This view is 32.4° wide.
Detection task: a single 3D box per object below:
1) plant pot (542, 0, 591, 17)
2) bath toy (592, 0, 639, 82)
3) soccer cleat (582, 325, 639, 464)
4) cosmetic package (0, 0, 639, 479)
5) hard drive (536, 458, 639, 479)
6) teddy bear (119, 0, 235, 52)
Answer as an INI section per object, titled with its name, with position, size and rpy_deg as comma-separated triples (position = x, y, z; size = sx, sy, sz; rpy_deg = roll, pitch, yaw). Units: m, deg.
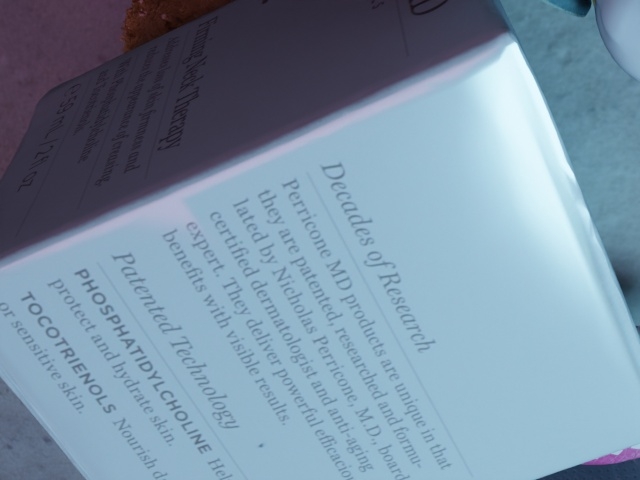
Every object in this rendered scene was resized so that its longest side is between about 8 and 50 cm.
[plant pot]
position = 0.150, -0.386, 0.722
size = 0.341, 0.341, 0.334
rpy_deg = 38, 112, 1
[bath toy]
position = 0.343, -0.186, 0.728
size = 0.129, 0.348, 0.151
rpy_deg = 139, 118, -64
[soccer cleat]
position = 0.180, 0.132, 0.965
size = 0.331, 0.116, 0.143
rpy_deg = -17, 140, 31
[cosmetic package]
position = 0.000, 0.000, 0.855
size = 0.393, 0.329, 0.327
rpy_deg = -23, 118, 13
[hard drive]
position = 0.247, 0.207, 1.092
size = 0.172, 0.054, 0.255
rpy_deg = 33, 120, 4
[teddy bear]
position = -0.080, -0.229, 1.002
size = 0.338, 0.113, 0.245
rpy_deg = 24, 127, 1
